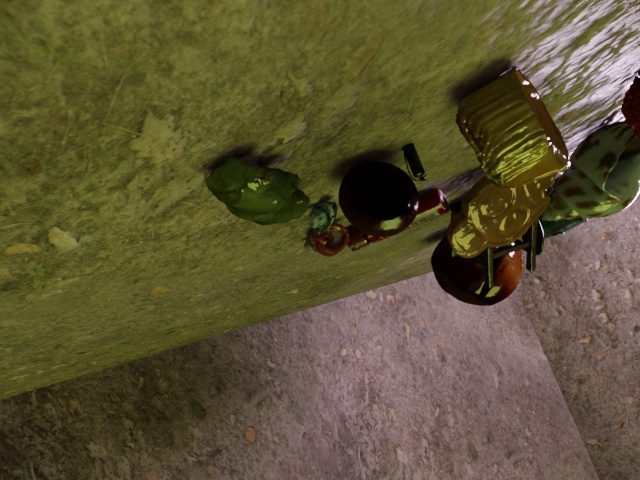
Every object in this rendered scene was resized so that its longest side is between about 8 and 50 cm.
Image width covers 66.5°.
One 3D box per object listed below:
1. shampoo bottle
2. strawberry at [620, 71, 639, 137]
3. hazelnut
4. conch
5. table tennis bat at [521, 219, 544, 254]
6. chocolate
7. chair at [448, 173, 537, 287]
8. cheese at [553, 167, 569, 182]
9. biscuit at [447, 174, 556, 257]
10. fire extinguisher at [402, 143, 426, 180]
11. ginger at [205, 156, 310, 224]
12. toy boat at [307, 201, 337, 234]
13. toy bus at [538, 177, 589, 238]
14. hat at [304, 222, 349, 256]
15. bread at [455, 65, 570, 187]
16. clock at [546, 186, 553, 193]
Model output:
[{"bbox_3d":[0.221,-0.058,1.440,0.315,0.076,0.118,-24,171,24],"label":"shampoo bottle"},{"bbox_3d":[0.714,-0.295,0.966,0.187,0.184,0.201,12,153,21],"label":"strawberry"},{"bbox_3d":[0.685,0.098,2.174,0.403,0.401,0.429,-21,165,8],"label":"hazelnut"},{"bbox_3d":[0.783,-0.184,1.364,0.250,0.197,0.367,10,112,-47],"label":"conch"},{"bbox_3d":[0.682,-0.048,1.625,0.027,0.236,0.150,-12,124,1],"label":"table tennis bat"},{"bbox_3d":[0.119,-0.084,1.009,0.177,0.176,0.176,-18,167,-4],"label":"chocolate"},{"bbox_3d":[0.550,-0.097,1.574,0.203,0.415,0.240,-17,-149,-8],"label":"chair"},{"bbox_3d":[0.741,-0.181,1.687,0.189,0.074,0.286,-16,163,-17],"label":"cheese"},{"bbox_3d":[0.527,-0.092,1.385,0.376,0.051,0.269,-44,128,11],"label":"biscuit"},{"bbox_3d":[0.190,-0.152,0.986,0.025,0.083,0.038,-9,162,-37],"label":"fire extinguisher"},{"bbox_3d":[-0.098,-0.079,0.876,0.137,0.089,0.290,-28,166,0],"label":"ginger"},{"bbox_3d":[-0.002,-0.052,1.174,0.066,0.059,0.140,-32,172,-27],"label":"toy boat"},{"bbox_3d":[0.929,-0.140,1.836,0.184,0.199,0.343,-21,167,-4],"label":"toy bus"},{"bbox_3d":[0.000,0.000,1.396,0.112,0.093,0.162,-1,178,-27],"label":"hat"},{"bbox_3d":[0.337,-0.184,0.859,0.133,0.178,0.250,-22,168,34],"label":"bread"},{"bbox_3d":[0.745,-0.159,1.640,0.074,0.010,0.083,-34,148,22],"label":"clock"}]
